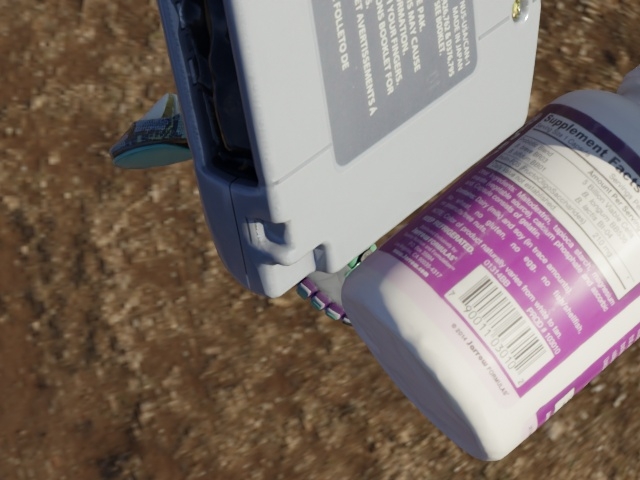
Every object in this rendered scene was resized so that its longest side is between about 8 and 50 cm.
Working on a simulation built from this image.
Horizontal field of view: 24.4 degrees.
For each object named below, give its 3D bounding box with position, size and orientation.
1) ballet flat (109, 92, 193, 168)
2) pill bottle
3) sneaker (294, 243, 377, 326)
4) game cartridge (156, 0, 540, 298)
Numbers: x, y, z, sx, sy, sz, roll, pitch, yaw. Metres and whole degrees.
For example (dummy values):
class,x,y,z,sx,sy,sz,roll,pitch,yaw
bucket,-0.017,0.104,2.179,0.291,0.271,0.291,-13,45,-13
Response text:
class,x,y,z,sx,sy,sz,roll,pitch,yaw
ballet flat,-0.115,-0.106,1.330,0.188,0.070,0.070,-7,91,37
pill bottle,0.175,0.000,1.050,0.301,0.169,0.169,-39,77,-10
sneaker,0.000,0.000,1.385,0.224,0.083,0.098,31,145,8
game cartridge,0.015,-0.145,0.589,0.062,0.198,0.297,18,132,34
